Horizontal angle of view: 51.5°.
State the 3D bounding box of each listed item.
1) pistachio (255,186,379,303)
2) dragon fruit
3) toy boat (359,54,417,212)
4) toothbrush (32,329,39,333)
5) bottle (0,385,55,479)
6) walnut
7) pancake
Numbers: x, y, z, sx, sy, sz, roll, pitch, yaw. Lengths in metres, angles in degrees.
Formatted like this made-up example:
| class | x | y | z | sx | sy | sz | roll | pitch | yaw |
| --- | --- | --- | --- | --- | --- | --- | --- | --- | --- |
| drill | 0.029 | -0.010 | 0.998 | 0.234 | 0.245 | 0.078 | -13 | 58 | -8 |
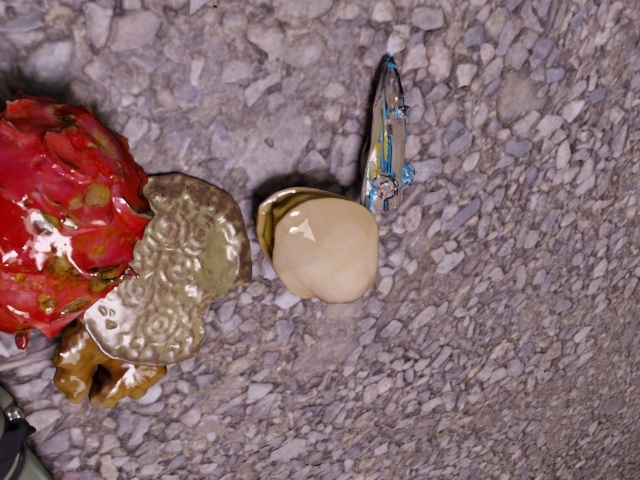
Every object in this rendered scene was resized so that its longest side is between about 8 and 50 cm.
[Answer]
| class | x | y | z | sx | sy | sz | roll | pitch | yaw |
| --- | --- | --- | --- | --- | --- | --- | --- | --- | --- |
| pistachio | 0.000 | 0.000 | 0.855 | 0.145 | 0.117 | 0.200 | -39 | 129 | 0 |
| dragon fruit | -0.277 | -0.007 | 0.622 | 0.210 | 0.205 | 0.268 | 6 | 126 | -39 |
| toy boat | 0.086 | -0.132 | 0.858 | 0.084 | 0.066 | 0.210 | -37 | 134 | -53 |
| toothbrush | -0.448 | 0.068 | 0.682 | 0.321 | 0.023 | 0.031 | 14 | 109 | -38 |
| bottle | -0.401 | 0.318 | 0.796 | 0.169 | 0.168 | 0.346 | -20 | 125 | -20 |
| walnut | -0.248 | 0.122 | 0.814 | 0.143 | 0.069 | 0.170 | 31 | 93 | -41 |
| pancake | -0.178 | 0.033 | 0.775 | 0.235 | 0.029 | 0.212 | -47 | 119 | -22 |
